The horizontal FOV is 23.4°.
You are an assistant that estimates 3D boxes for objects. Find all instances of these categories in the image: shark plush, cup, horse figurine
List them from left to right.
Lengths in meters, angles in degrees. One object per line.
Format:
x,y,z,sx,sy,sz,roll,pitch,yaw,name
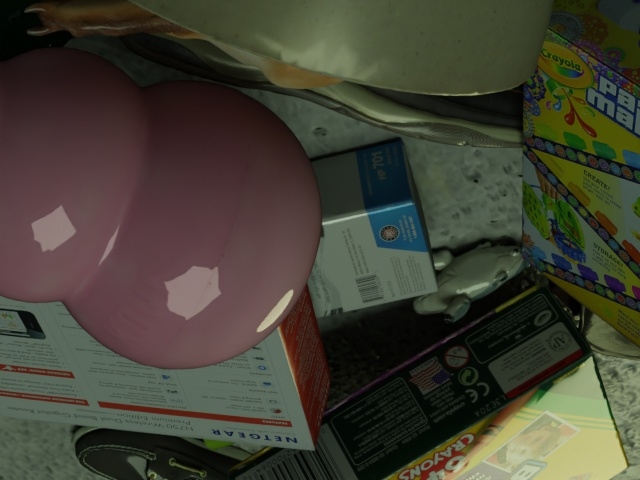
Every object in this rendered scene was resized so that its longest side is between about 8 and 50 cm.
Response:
-0.042,-0.152,1.012,0.263,0.174,0.066,20,121,-4,horse figurine
0.017,-0.266,0.932,0.331,0.331,0.237,9,118,-20,cup
0.161,0.025,1.511,0.161,0.073,0.067,-34,159,-1,shark plush

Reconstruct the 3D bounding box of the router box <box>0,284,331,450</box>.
-0.178,0.064,1.359,0.335,0.082,0.301,5,146,12,router box

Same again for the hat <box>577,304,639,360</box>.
0.408,0.088,1.496,0.331,0.134,0.331,-13,152,-7,hat

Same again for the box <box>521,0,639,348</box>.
0.313,-0.104,1.157,0.290,0.177,0.279,-37,147,-21,box

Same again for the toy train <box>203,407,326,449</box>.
-0.060,0.192,1.624,0.143,0.105,0.248,-13,148,27,toy train

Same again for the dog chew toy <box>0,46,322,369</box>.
-0.168,-0.038,1.062,0.332,0.206,0.206,21,133,-23,dog chew toy

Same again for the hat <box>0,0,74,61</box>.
-0.224,-0.139,1.108,0.173,0.183,0.208,18,134,-27,hat

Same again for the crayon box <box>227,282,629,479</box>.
0.125,0.237,1.589,0.363,0.106,0.313,-31,146,0,crayon box

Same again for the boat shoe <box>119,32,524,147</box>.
0.028,-0.158,1.156,0.355,0.132,0.130,13,99,-17,boat shoe

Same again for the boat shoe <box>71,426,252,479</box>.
-0.165,0.254,1.691,0.228,0.069,0.081,18,134,-29,boat shoe

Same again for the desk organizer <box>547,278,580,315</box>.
0.286,0.017,1.505,0.130,0.047,0.050,-29,134,23,desk organizer

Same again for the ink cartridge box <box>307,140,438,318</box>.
0.000,0.000,1.401,0.190,0.082,0.139,-11,141,6,ink cartridge box
